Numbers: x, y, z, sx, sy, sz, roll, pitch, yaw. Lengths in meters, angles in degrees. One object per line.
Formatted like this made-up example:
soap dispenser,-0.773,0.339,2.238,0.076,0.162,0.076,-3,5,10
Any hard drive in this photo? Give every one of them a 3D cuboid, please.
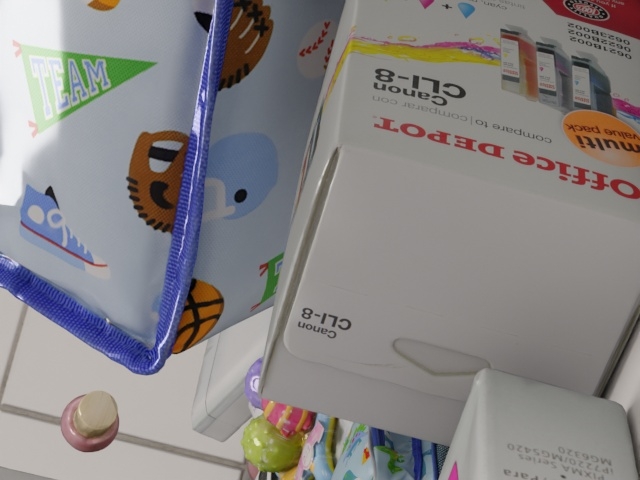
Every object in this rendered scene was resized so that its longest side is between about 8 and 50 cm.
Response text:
hard drive,0.000,0.000,1.379,0.353,0.047,0.233,-45,26,47

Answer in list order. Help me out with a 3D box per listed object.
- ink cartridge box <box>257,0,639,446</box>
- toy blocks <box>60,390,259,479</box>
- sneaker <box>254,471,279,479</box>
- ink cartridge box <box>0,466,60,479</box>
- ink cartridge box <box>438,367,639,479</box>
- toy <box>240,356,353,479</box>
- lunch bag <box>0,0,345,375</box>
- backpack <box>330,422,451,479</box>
ink cartridge box,0.057,-0.020,0.655,0.176,0.128,0.127,-82,7,-53
toy blocks,-0.184,0.345,1.804,0.260,0.289,0.309,135,148,-71
sneaker,0.008,0.140,1.377,0.121,0.079,0.217,140,147,-65
ink cartridge box,-0.144,0.309,1.214,0.121,0.289,0.211,-86,11,-70
ink cartridge box,0.041,0.218,0.523,0.239,0.060,0.275,-80,5,-64
toy,-0.022,0.138,1.202,0.137,0.056,0.237,-67,30,25
lunch bag,-0.020,-0.166,0.854,0.328,0.239,0.385,-22,-50,-53
backpack,0.045,0.112,0.679,0.114,0.084,0.105,-76,4,-64
